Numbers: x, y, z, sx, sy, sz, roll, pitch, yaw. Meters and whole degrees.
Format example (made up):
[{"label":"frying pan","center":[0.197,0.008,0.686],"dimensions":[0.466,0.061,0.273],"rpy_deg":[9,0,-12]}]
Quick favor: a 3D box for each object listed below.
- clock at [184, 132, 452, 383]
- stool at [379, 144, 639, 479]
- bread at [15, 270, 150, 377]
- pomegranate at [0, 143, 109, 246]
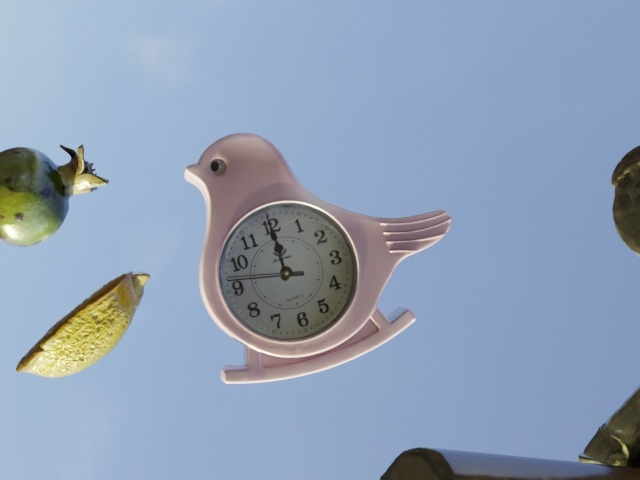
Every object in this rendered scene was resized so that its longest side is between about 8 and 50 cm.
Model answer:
[{"label":"clock","center":[0.000,0.000,1.524],"dimensions":[0.080,0.290,0.275],"rpy_deg":[154,-79,-84]},{"label":"stool","center":[0.238,0.148,0.716],"dimensions":[0.310,0.226,0.310],"rpy_deg":[-56,-131,21]},{"label":"bread","center":[-0.267,0.105,1.598],"dimensions":[0.188,0.065,0.149],"rpy_deg":[-40,-176,7]},{"label":"pomegranate","center":[-0.395,-0.074,1.898],"dimensions":[0.169,0.148,0.148],"rpy_deg":[-39,-156,-13]}]
